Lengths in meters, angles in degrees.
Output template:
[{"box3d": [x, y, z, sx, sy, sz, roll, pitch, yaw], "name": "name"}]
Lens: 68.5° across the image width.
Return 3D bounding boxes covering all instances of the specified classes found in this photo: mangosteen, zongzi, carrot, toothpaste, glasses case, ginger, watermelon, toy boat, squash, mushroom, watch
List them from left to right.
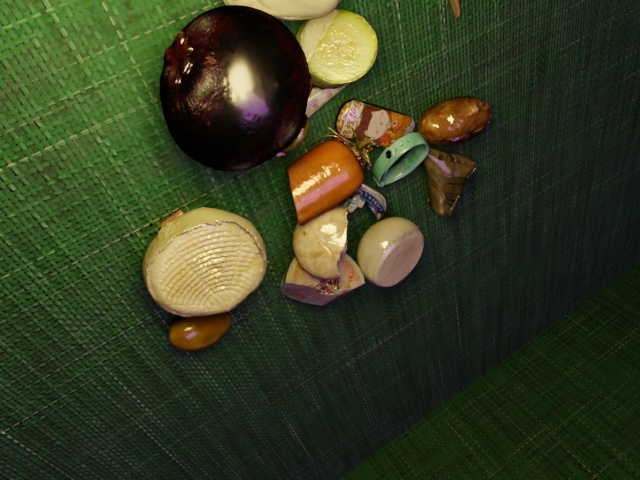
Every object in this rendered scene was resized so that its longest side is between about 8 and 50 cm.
[{"box3d": [-0.176, -0.349, 1.163, 0.435, 0.382, 0.382, 16, 110, -50], "name": "mangosteen"}, {"box3d": [-0.015, 0.126, 1.745, 0.321, 0.175, 0.188, 16, 152, -28], "name": "watermelon"}, {"box3d": [0.000, 0.000, 1.602, 0.189, 0.195, 0.254, 11, 91, 4], "name": "mushroom"}, {"box3d": [0.006, -0.444, 1.425, 0.314, 0.058, 0.056, -38, 174, -2], "name": "toothpaste"}, {"box3d": [0.026, -0.215, 1.493, 0.331, 0.214, 0.193, -30, 154, -3], "name": "carrot"}, {"box3d": [0.034, -0.536, 1.308, 0.220, 0.133, 0.220, -4, 106, -14], "name": "squash"}, {"box3d": [0.149, -0.137, 1.674, 0.262, 0.114, 0.115, 23, 95, -44], "name": "toy boat"}, {"box3d": [0.186, -0.381, 1.560, 0.321, 0.082, 0.122, 3, 122, -36], "name": "glasses case"}, {"box3d": [0.278, -0.278, 1.642, 0.195, 0.068, 0.237, -16, 160, -39], "name": "watch"}, {"box3d": [0.428, -0.228, 1.808, 0.289, 0.123, 0.260, 6, 119, -25], "name": "zongzi"}, {"box3d": [0.502, -0.431, 1.682, 0.321, 0.172, 0.165, -15, 89, -24], "name": "ginger"}]

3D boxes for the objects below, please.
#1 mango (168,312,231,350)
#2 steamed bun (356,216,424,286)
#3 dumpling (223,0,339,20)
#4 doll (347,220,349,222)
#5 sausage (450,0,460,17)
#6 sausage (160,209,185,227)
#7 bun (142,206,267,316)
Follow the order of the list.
[{"box3d": [-0.411, 0.310, 1.626, 0.227, 0.099, 0.136, -12, 123, -38], "name": "mango"}, {"box3d": [0.255, 0.031, 1.815, 0.283, 0.177, 0.283, -26, 138, -26], "name": "steamed bun"}, {"box3d": [-0.057, -0.680, 1.087, 0.395, 0.233, 0.315, -17, 144, -6], "name": "dumpling"}, {"box3d": [0.060, -0.036, 1.739, 0.114, 0.039, 0.057, -38, 100, 8], "name": "doll"}, {"box3d": [0.423, -0.772, 1.496, 0.024, 0.024, 0.132, -41, 132, -4], "name": "sausage"}, {"box3d": [-0.437, -0.057, 1.401, 0.083, 0.034, 0.034, -38, 133, -5], "name": "sausage"}, {"box3d": [-0.349, 0.048, 1.413, 0.364, 0.202, 0.364, -14, 128, -18], "name": "bun"}]
